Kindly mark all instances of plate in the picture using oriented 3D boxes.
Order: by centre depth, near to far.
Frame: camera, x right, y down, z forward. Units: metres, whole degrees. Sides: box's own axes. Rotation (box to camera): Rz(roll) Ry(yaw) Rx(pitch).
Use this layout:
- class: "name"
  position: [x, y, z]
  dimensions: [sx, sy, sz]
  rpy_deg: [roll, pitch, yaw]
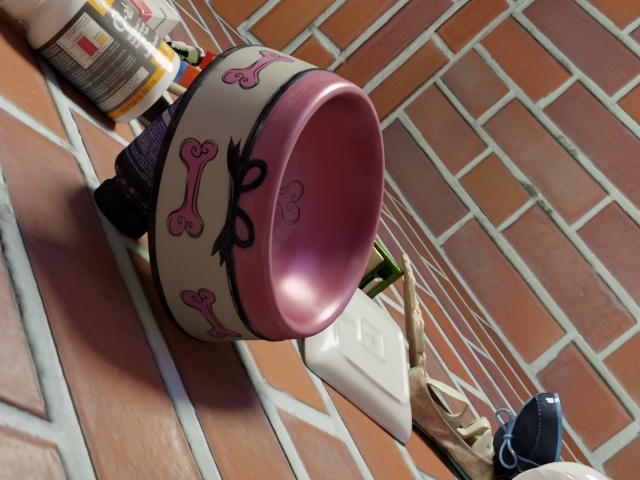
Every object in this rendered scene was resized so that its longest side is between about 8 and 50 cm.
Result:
- class: "plate"
  position: [0.076, 0.182, 1.858]
  dimensions: [0.278, 0.045, 0.277]
  rpy_deg: [42, 29, -30]

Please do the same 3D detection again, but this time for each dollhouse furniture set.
- class: "dollhouse furniture set"
  position: [0.000, 0.000, 2.090]
  dimensions: [0.301, 0.151, 0.197]
  rpy_deg: [51, 11, 10]

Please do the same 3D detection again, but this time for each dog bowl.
- class: "dog bowl"
  position: [-0.049, -0.048, 1.385]
  dimensions: [0.150, 0.407, 0.408]
  rpy_deg: [11, -7, 26]

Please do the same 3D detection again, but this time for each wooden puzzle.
- class: "wooden puzzle"
  position: [-0.217, -0.287, 2.085]
  dimensions: [0.348, 0.080, 0.322]
  rpy_deg: [31, 2, -11]

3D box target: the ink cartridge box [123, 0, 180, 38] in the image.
- class: "ink cartridge box"
  position: [-0.438, -0.515, 2.238]
  dimensions: [0.207, 0.117, 0.283]
  rpy_deg: [48, 11, -1]

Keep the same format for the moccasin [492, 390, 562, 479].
- class: "moccasin"
  position: [0.386, 0.406, 2.014]
  dimensions: [0.342, 0.117, 0.137]
  rpy_deg: [93, 3, -49]

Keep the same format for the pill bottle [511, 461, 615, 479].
- class: "pill bottle"
  position: [0.470, 0.529, 1.908]
  dimensions: [0.408, 0.229, 0.229]
  rpy_deg: [33, 19, -54]

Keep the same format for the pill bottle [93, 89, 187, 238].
- class: "pill bottle"
  position: [-0.207, -0.107, 1.465]
  dimensions: [0.123, 0.219, 0.123]
  rpy_deg: [47, 11, -12]

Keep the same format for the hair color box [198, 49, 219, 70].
- class: "hair color box"
  position: [-0.186, -0.334, 2.081]
  dimensions: [0.072, 0.043, 0.141]
  rpy_deg: [26, 3, 6]

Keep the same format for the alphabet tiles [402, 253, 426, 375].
- class: "alphabet tiles"
  position: [0.192, 0.179, 2.142]
  dimensions: [0.284, 0.021, 0.277]
  rpy_deg: [-91, 176, -73]

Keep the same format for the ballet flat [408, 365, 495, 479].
- class: "ballet flat"
  position: [0.259, 0.358, 1.992]
  dimensions: [0.316, 0.106, 0.107]
  rpy_deg: [46, 10, -16]

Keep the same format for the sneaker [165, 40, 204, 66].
- class: "sneaker"
  position: [-0.271, -0.369, 2.070]
  dimensions: [0.044, 0.040, 0.109]
  rpy_deg: [2, 16, -46]

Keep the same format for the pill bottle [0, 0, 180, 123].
- class: "pill bottle"
  position: [-0.381, -0.338, 1.737]
  dimensions: [0.278, 0.162, 0.162]
  rpy_deg: [44, 12, -27]
